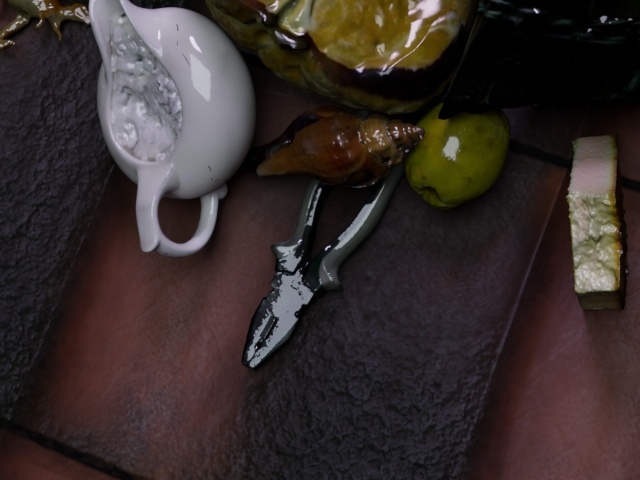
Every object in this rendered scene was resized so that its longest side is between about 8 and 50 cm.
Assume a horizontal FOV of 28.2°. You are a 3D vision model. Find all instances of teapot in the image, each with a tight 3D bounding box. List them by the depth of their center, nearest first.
[{"bbox_3d":[-0.165,-0.131,1.402,0.208,0.166,0.300,-11,83,30],"label":"teapot"}]

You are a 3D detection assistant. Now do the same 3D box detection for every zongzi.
[{"bbox_3d":[0.342,-0.266,1.293,0.362,0.319,0.383,12,105,-13],"label":"zongzi"}]

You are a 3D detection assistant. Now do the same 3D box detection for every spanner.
[{"bbox_3d":[0.000,0.000,1.417,0.095,0.040,0.325,28,84,16],"label":"spanner"}]

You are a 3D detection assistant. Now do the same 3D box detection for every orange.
[{"bbox_3d":[0.004,-0.301,1.371,0.368,0.210,0.271,36,79,-13],"label":"orange"}]

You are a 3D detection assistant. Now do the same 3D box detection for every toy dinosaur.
[{"bbox_3d":[-0.359,-0.306,1.558,0.126,0.039,0.162,-23,70,-4],"label":"toy dinosaur"}]

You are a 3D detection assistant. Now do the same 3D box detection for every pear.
[{"bbox_3d":[0.147,-0.097,1.375,0.107,0.107,0.131,24,75,15],"label":"pear"}]

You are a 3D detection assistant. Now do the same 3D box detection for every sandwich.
[{"bbox_3d":[0.283,-0.034,1.303,0.058,0.162,0.193,-3,77,14],"label":"sandwich"}]

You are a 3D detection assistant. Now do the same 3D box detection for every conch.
[{"bbox_3d":[0.004,-0.104,1.378,0.232,0.080,0.086,11,75,27],"label":"conch"}]
